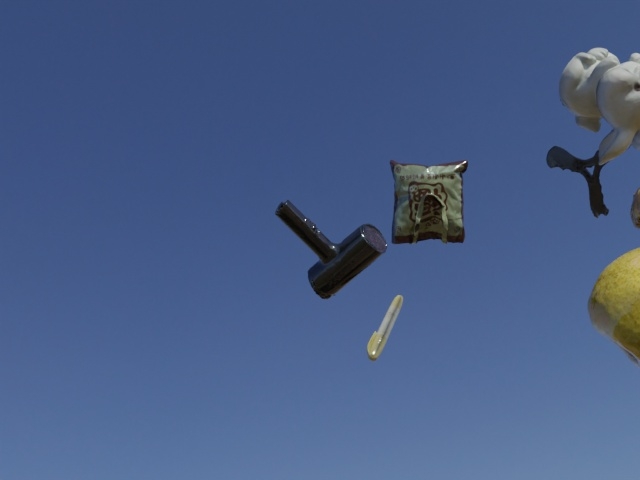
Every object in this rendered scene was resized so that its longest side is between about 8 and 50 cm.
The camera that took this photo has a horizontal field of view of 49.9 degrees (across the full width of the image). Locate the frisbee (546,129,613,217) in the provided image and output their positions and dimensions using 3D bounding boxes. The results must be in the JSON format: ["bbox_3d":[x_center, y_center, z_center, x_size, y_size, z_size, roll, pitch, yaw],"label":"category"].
[{"bbox_3d":[0.600,-0.142,1.526,0.012,0.187,0.211,-14,5,-35],"label":"frisbee"}]

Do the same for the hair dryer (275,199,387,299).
[{"bbox_3d":[0.000,0.000,1.556,0.251,0.089,0.197,40,-59,-17],"label":"hair dryer"}]

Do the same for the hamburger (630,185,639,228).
[{"bbox_3d":[0.628,-0.090,1.066,0.283,0.145,0.259,-36,-22,35],"label":"hamburger"}]

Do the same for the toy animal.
[{"bbox_3d":[0.530,-0.252,1.252,0.127,0.193,0.178,-14,-45,-21],"label":"toy animal"}]

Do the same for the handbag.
[{"bbox_3d":[0.297,-0.106,1.891,0.213,0.235,0.127,0,3,9],"label":"handbag"}]

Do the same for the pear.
[{"bbox_3d":[0.458,0.087,0.926,0.178,0.178,0.178,-8,-36,-6],"label":"pear"}]

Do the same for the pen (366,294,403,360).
[{"bbox_3d":[0.160,0.213,1.714,0.040,0.233,0.032,16,-50,15],"label":"pen"}]
